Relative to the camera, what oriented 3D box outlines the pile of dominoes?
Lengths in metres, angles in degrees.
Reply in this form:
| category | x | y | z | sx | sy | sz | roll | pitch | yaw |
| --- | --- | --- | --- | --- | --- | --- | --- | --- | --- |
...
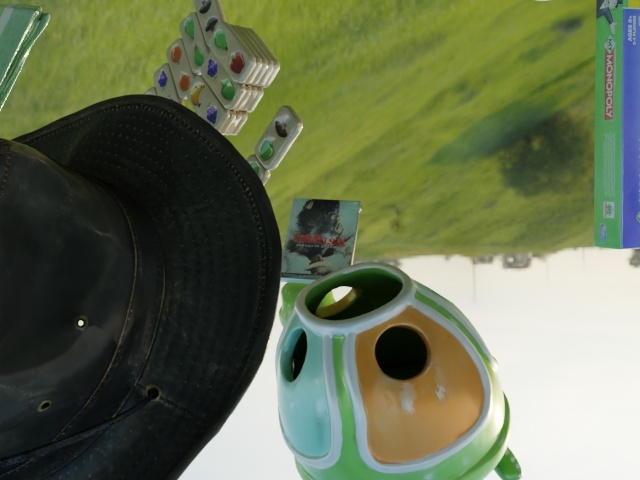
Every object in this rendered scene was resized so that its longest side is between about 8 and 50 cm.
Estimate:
| category | x | y | z | sx | sy | sz | roll | pitch | yaw |
| --- | --- | --- | --- | --- | --- | --- | --- | --- | --- |
| pile of dominoes | -0.132 | -0.098 | 0.821 | 0.040 | 0.196 | 0.251 | -2 | 139 | -48 |

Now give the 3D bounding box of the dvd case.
| category | x | y | z | sx | sy | sz | roll | pitch | yaw |
| --- | --- | --- | --- | --- | --- | --- | --- | --- | --- |
| dvd case | 0.000 | 0.000 | 1.031 | 0.087 | 0.119 | 0.013 | 4 | 148 | 11 |

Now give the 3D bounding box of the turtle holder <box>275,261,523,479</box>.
| category | x | y | z | sx | sy | sz | roll | pitch | yaw |
| --- | --- | --- | --- | --- | --- | --- | --- | --- | --- |
| turtle holder | 0.066 | 0.137 | 0.920 | 0.243 | 0.227 | 0.320 | -16 | -159 | 10 |

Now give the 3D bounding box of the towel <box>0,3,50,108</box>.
| category | x | y | z | sx | sy | sz | roll | pitch | yaw |
| --- | --- | --- | --- | --- | --- | --- | --- | --- | --- |
| towel | -0.581 | -0.265 | 1.322 | 0.324 | 0.248 | 0.038 | 12 | 163 | 33 |

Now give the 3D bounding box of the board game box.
| category | x | y | z | sx | sy | sz | roll | pitch | yaw |
| --- | --- | --- | --- | --- | --- | --- | --- | --- | --- |
| board game box | 0.383 | -0.154 | 0.876 | 0.213 | 0.317 | 0.046 | -3 | -174 | -21 |

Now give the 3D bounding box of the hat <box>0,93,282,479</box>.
| category | x | y | z | sx | sy | sz | roll | pitch | yaw |
| --- | --- | --- | --- | --- | --- | --- | --- | --- | --- |
| hat | -0.194 | 0.031 | 0.482 | 0.331 | 0.331 | 0.134 | -2 | 156 | 22 |
